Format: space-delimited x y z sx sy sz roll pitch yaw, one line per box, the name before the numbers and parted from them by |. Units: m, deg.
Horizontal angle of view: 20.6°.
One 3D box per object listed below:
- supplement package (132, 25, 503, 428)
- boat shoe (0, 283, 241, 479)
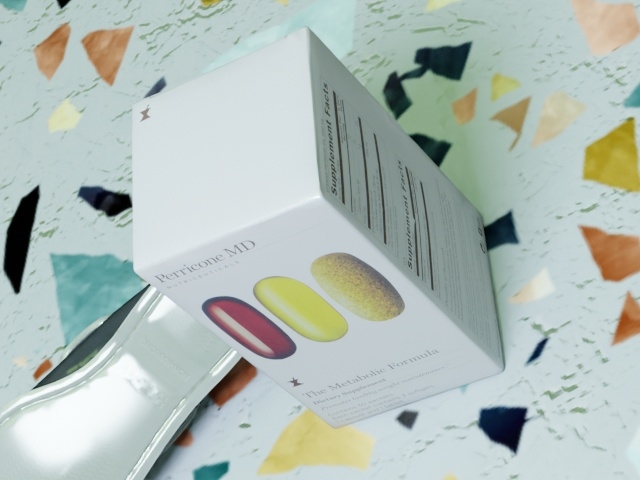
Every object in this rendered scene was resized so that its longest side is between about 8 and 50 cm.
supplement package | 0.000 0.000 1.139 0.139 0.244 0.134 -22 52 23
boat shoe | -0.145 0.117 1.275 0.302 0.091 0.114 -39 91 6
